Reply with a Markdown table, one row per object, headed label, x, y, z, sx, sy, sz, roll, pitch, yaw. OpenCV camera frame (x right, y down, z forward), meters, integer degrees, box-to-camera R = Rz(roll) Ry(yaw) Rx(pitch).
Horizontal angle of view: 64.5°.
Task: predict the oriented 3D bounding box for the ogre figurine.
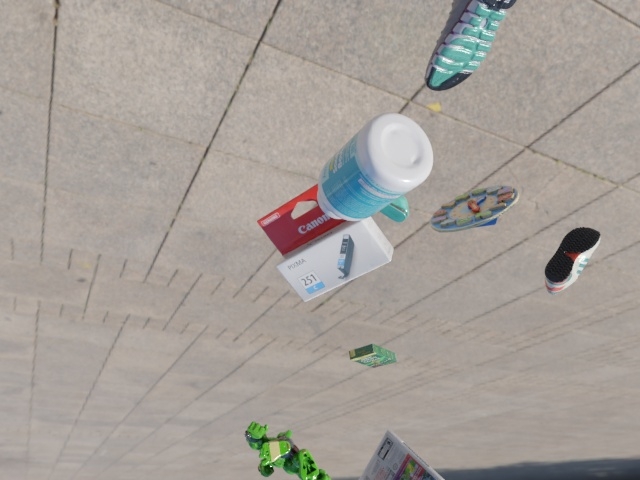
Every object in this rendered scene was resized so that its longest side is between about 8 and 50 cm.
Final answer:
| label | x | y | z | sx | sy | sz | roll | pitch | yaw |
| --- | --- | --- | --- | --- | --- | --- | --- | --- | --- |
| ogre figurine | -0.077 | 0.429 | 1.017 | 0.197 | 0.096 | 0.118 | 21 | 157 | -18 |

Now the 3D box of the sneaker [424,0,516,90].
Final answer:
| label | x | y | z | sx | sy | sz | roll | pitch | yaw |
| --- | --- | --- | --- | --- | --- | --- | --- | --- | --- |
| sneaker | 0.234 | -0.351 | 0.816 | 0.083 | 0.098 | 0.223 | 7 | 139 | -27 |

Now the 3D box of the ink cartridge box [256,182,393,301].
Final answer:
| label | x | y | z | sx | sy | sz | roll | pitch | yaw |
| --- | --- | --- | --- | --- | --- | --- | --- | --- | --- |
| ink cartridge box | 0.000 | 0.000 | 1.347 | 0.296 | 0.066 | 0.261 | -29 | 106 | 28 |

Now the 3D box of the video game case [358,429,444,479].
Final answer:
| label | x | y | z | sx | sy | sz | roll | pitch | yaw |
| --- | --- | --- | --- | --- | --- | --- | --- | --- | --- |
| video game case | 0.181 | 0.599 | 1.224 | 0.023 | 0.201 | 0.183 | 24 | -174 | -44 |

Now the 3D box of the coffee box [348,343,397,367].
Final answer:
| label | x | y | z | sx | sy | sz | roll | pitch | yaw |
| --- | --- | --- | --- | --- | --- | --- | --- | --- | --- |
| coffee box | 0.205 | 0.451 | 1.972 | 0.113 | 0.040 | 0.184 | -23 | 146 | 27 |

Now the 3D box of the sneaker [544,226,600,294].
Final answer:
| label | x | y | z | sx | sy | sz | roll | pitch | yaw |
| --- | --- | --- | --- | --- | --- | --- | --- | --- | --- |
| sneaker | 0.496 | 0.042 | 1.009 | 0.057 | 0.161 | 0.075 | 32 | 156 | 34 |

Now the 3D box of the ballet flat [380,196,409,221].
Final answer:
| label | x | y | z | sx | sy | sz | roll | pitch | yaw |
| --- | --- | --- | --- | --- | --- | --- | --- | --- | --- |
| ballet flat | 0.160 | -0.142 | 1.518 | 0.247 | 0.087 | 0.083 | 28 | 139 | -17 |

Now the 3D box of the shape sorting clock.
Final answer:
| label | x | y | z | sx | sy | sz | roll | pitch | yaw |
| --- | --- | --- | --- | --- | --- | --- | --- | --- | --- |
| shape sorting clock | 0.347 | -0.076 | 1.158 | 0.206 | 0.206 | 0.040 | -15 | 111 | 22 |

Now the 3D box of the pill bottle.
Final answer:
| label | x | y | z | sx | sy | sz | roll | pitch | yaw |
| --- | --- | --- | --- | --- | --- | --- | --- | --- | --- |
| pill bottle | 0.088 | -0.126 | 0.994 | 0.146 | 0.146 | 0.264 | 13 | 158 | -22 |
